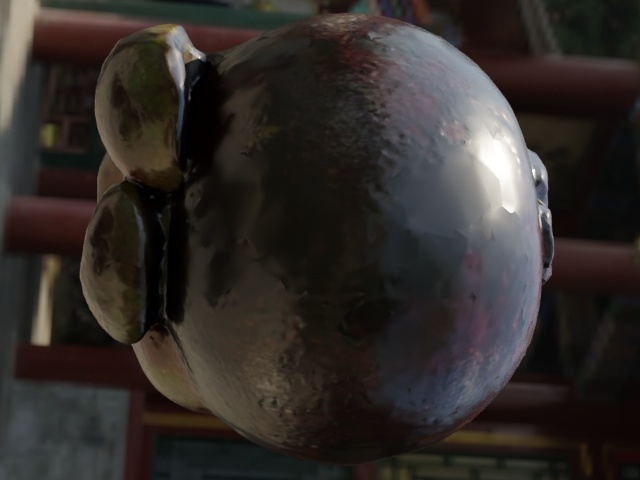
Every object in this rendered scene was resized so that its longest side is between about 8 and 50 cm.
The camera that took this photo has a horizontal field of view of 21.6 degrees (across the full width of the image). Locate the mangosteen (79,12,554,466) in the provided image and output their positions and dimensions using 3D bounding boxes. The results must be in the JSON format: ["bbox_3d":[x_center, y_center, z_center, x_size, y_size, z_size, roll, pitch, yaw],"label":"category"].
[{"bbox_3d":[0.000,0.000,0.725,0.210,0.210,0.209,-176,-90,-85],"label":"mangosteen"}]
